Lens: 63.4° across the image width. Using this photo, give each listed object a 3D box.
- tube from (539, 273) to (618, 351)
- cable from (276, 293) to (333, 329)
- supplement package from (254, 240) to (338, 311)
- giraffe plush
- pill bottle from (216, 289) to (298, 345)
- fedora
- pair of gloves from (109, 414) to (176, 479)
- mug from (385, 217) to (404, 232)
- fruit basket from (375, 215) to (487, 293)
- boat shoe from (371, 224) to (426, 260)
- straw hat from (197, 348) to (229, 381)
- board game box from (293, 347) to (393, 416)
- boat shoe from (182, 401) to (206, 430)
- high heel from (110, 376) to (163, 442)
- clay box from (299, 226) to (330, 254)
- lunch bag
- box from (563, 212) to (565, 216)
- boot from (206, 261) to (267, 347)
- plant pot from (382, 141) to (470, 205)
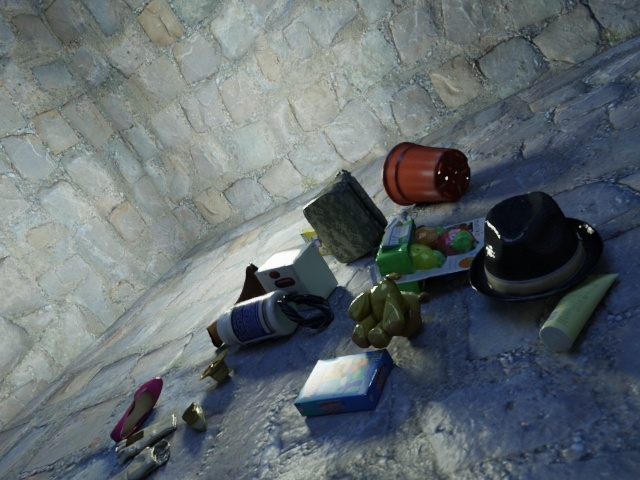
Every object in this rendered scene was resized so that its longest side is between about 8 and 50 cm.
[{"bbox_3d":[0.524,0.132,1.054,0.070,0.062,0.240,32,48,25],"label":"tube"},{"bbox_3d":[-0.052,0.227,1.666,0.184,0.047,0.150,12,32,-7],"label":"cable"},{"bbox_3d":[-0.086,0.138,1.867,0.203,0.194,0.149,-17,21,42],"label":"supplement package"},{"bbox_3d":[0.189,0.184,1.323,0.181,0.170,0.210,-15,59,46],"label":"giraffe plush"},{"bbox_3d":[-0.219,0.273,1.770,0.264,0.153,0.153,-21,19,31],"label":"pill bottle"},{"bbox_3d":[0.470,-0.008,1.192,0.334,0.152,0.334,-24,20,10],"label":"fedora"},{"bbox_3d":[-0.518,0.609,1.491,0.204,0.042,0.240,-30,17,0],"label":"pair of gloves"},{"bbox_3d":[0.288,-0.043,1.998,0.064,0.062,0.078,-42,11,-11],"label":"mug"},{"bbox_3d":[0.345,0.016,1.531,0.353,0.165,0.327,-20,19,23],"label":"fruit basket"},{"bbox_3d":[0.282,0.002,1.840,0.223,0.073,0.080,-32,16,-5],"label":"boat shoe"},{"bbox_3d":[-0.329,0.423,1.681,0.144,0.061,0.144,-44,5,5],"label":"straw hat"},{"bbox_3d":[0.057,0.344,1.252,0.210,0.047,0.160,-18,20,34],"label":"board game box"},{"bbox_3d":[-0.365,0.516,1.512,0.056,0.048,0.153,-50,15,-19],"label":"boat shoe"},{"bbox_3d":[-0.592,0.552,1.703,0.117,0.082,0.244,-26,18,52],"label":"high heel"},{"bbox_3d":[0.000,0.000,2.257,0.053,0.127,0.222,-41,18,-35],"label":"clay box"},{"bbox_3d":[0.114,-0.106,2.043,0.212,0.305,0.256,-33,9,40],"label":"lunch bag"},{"bbox_3d":[0.554,0.014,1.341,0.232,0.058,0.087,-41,21,-31],"label":"box"},{"bbox_3d":[-0.319,0.238,1.926,0.280,0.096,0.264,-38,-27,-29],"label":"boot"},{"bbox_3d":[0.436,-0.266,2.084,0.272,0.272,0.265,-38,25,-24],"label":"plant pot"}]
